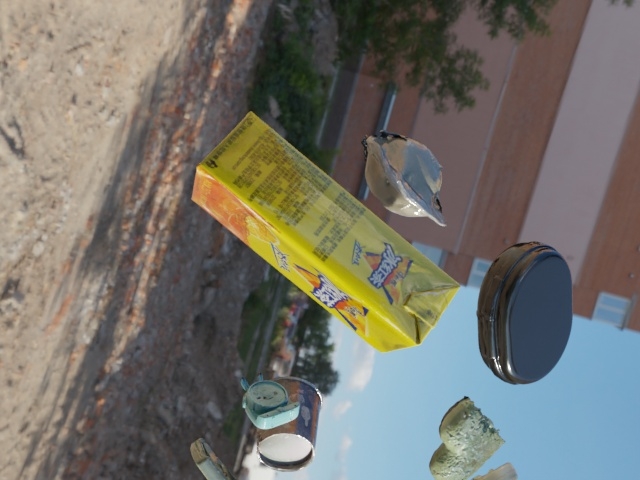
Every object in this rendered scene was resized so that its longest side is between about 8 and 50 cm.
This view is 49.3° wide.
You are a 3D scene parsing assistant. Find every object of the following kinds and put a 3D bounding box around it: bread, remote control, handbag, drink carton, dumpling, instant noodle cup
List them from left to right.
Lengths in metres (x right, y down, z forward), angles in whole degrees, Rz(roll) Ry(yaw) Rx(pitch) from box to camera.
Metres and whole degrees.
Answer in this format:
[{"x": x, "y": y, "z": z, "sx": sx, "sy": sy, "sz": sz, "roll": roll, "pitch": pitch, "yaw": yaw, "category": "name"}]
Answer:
[{"x": -0.145, "y": 0.484, "z": 1.267, "sx": 0.038, "sy": 0.285, "sz": 0.123, "roll": -37, "pitch": -169, "yaw": -12, "category": "remote control"}, {"x": -0.100, "y": 0.553, "z": 2.081, "sx": 0.207, "sy": 0.218, "sz": 0.217, "roll": -91, "pitch": -166, "yaw": -56, "category": "instant noodle cup"}, {"x": 0.000, "y": 0.000, "z": 0.927, "sx": 0.111, "sy": 0.351, "sz": 0.154, "roll": -50, "pitch": -179, "yaw": -18, "category": "drink carton"}, {"x": 0.183, "y": -0.124, "z": 1.574, "sx": 0.293, "sy": 0.164, "sz": 0.204, "roll": 30, "pitch": 56, "yaw": -49, "category": "dumpling"}, {"x": 0.216, "y": 0.405, "z": 1.078, "sx": 0.078, "sy": 0.042, "sz": 0.221, "roll": -5, "pitch": 146, "yaw": -48, "category": "remote control"}, {"x": 0.335, "y": 0.458, "z": 1.568, "sx": 0.064, "sy": 0.173, "sz": 0.231, "roll": -132, "pitch": -134, "yaw": -54, "category": "bread"}, {"x": 0.422, "y": 0.153, "z": 1.449, "sx": 0.093, "sy": 0.254, "sz": 0.307, "roll": 20, "pitch": -55, "yaw": 50, "category": "handbag"}]

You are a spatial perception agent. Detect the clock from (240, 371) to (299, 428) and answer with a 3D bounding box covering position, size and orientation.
[{"x": -0.124, "y": 0.355, "z": 1.567, "sx": 0.147, "sy": 0.108, "sz": 0.045, "roll": 39, "pitch": -51, "yaw": 43, "category": "clock"}]
